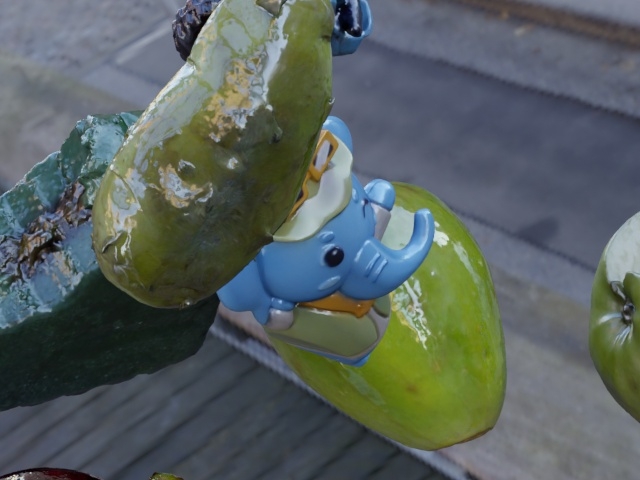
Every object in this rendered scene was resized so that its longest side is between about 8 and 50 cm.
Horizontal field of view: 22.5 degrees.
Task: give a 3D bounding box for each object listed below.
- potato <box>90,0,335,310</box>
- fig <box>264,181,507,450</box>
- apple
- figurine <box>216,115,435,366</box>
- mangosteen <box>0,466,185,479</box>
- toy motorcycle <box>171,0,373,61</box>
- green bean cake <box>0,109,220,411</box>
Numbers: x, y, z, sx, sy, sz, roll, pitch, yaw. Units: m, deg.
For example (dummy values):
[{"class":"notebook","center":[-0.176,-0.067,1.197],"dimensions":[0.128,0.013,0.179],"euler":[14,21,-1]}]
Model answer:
[{"class":"potato","center":[-0.060,-0.058,0.982],"dimensions":[0.090,0.117,0.225],"euler":[41,104,49]},{"class":"fig","center":[0.084,0.089,1.814],"dimensions":[0.258,0.326,0.258],"euler":[-36,-10,-7]},{"class":"apple","center":[0.413,0.106,1.677],"dimensions":[0.258,0.233,0.295],"euler":[7,30,-12]},{"class":"figurine","center":[-0.004,0.000,1.404],"dimensions":[0.180,0.262,0.154],"euler":[-44,49,1]},{"class":"mangosteen","center":[-0.170,0.269,1.163],"dimensions":[0.265,0.228,0.228],"euler":[-12,29,-10]},{"class":"toy motorcycle","center":[-0.024,-0.322,1.774],"dimensions":[0.232,0.416,0.172],"euler":[-2,58,-18]},{"class":"green bean cake","center":[-0.242,0.011,1.648],"dimensions":[0.300,0.308,0.169],"euler":[-10,54,-34]}]
